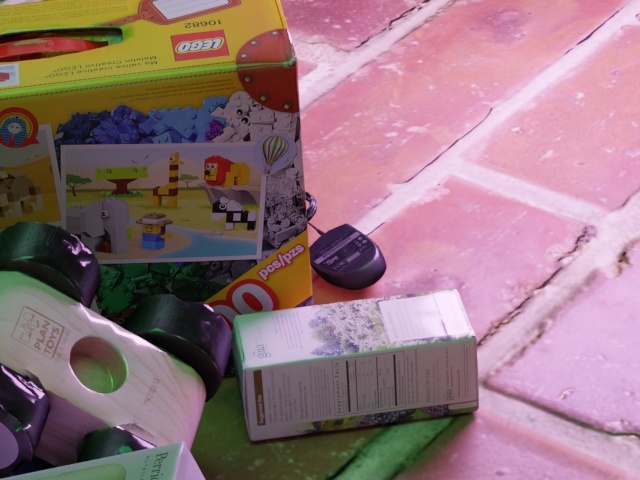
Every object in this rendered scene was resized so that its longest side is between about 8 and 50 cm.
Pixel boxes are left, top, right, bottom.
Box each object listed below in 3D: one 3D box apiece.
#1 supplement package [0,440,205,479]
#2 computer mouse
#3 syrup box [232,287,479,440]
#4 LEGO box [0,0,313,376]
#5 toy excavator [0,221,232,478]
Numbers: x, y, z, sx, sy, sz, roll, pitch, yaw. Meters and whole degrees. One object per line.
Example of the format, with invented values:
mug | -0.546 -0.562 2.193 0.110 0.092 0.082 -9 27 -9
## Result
supplement package | -0.202 0.311 1.517 0.263 0.198 0.199 -13 35 17
computer mouse | 0.000 0.000 2.229 0.071 0.041 0.242 -34 36 -12
syrup box | 0.034 0.124 1.979 0.237 0.096 0.093 -8 32 -5
LEGO box | -0.270 -0.039 2.006 0.500 0.372 0.193 -8 34 -5
toy excavator | -0.365 0.178 1.845 0.433 0.445 0.222 30 44 -16
